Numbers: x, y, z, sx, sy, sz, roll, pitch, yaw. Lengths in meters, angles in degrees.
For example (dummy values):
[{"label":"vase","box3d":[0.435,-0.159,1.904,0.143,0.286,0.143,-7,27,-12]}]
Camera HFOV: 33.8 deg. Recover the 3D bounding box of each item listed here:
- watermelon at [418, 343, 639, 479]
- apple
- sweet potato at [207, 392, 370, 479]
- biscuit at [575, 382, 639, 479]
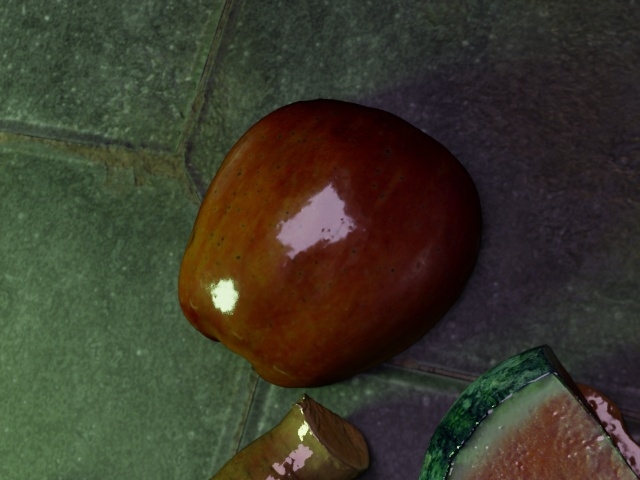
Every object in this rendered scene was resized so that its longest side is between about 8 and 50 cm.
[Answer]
[{"label":"watermelon","box3d":[0.209,0.258,1.093,0.226,0.148,0.318,15,80,18]},{"label":"apple","box3d":[0.000,0.000,1.319,0.365,0.295,0.329,-52,26,-5]},{"label":"sweet potato","box3d":[-0.093,0.327,1.230,0.337,0.131,0.131,-44,64,0]},{"label":"biscuit","box3d":[0.344,0.255,1.142,0.277,0.052,0.262,25,83,27]}]
